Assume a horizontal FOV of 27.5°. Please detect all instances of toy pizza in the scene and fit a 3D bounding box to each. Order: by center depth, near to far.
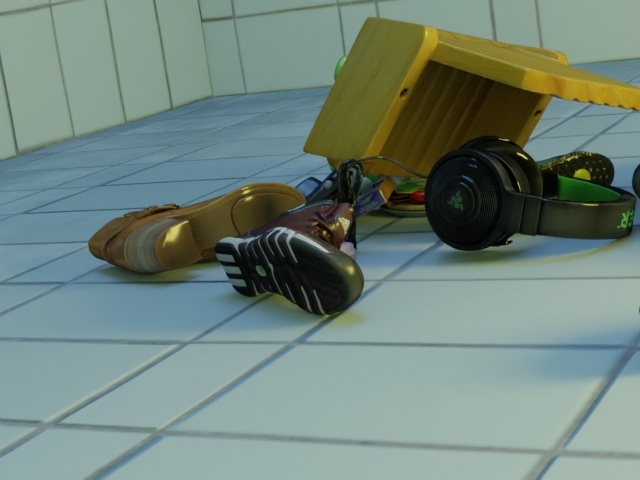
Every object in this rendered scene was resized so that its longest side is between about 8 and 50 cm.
[{"bbox_3d":[0.191,-0.074,2.045,0.201,0.032,0.201,-8,12,2],"label":"toy pizza"}]

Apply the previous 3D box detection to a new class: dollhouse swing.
[{"bbox_3d":[0.237,-0.158,1.888,0.347,0.315,0.305,1,34,-47],"label":"dollhouse swing"}]

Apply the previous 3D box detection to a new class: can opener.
[{"bbox_3d":[0.028,-0.097,2.037,0.186,0.073,0.059,-41,-8,-10],"label":"can opener"}]

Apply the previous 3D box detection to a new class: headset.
[{"bbox_3d":[0.210,-0.038,1.729,0.394,0.185,0.243,11,13,14],"label":"headset"}]

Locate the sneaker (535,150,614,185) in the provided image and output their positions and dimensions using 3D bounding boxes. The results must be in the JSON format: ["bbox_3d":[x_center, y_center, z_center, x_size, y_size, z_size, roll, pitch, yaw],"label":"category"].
[{"bbox_3d":[0.336,-0.092,1.949,0.209,0.069,0.082,-13,9,-21],"label":"sneaker"}]

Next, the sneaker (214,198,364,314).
[{"bbox_3d":[0.000,0.000,1.577,0.162,0.106,0.281,-32,22,-27],"label":"sneaker"}]

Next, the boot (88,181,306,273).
[{"bbox_3d":[-0.180,-0.015,1.902,0.283,0.109,0.220,-25,15,-32],"label":"boot"}]

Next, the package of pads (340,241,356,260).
[{"bbox_3d":[0.002,0.023,1.720,0.050,0.032,0.083,4,17,44],"label":"package of pads"}]

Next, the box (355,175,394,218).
[{"bbox_3d":[0.068,-0.060,2.013,0.081,0.028,0.136,-29,9,15],"label":"box"}]

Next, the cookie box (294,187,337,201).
[{"bbox_3d":[-0.021,-0.062,2.110,0.107,0.040,0.092,-9,13,-1],"label":"cookie box"}]

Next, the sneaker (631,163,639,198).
[{"bbox_3d":[0.495,-0.083,1.774,0.108,0.100,0.271,-9,2,44],"label":"sneaker"}]

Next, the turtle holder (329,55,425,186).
[{"bbox_3d":[0.141,-0.213,2.239,0.227,0.243,0.320,13,7,17],"label":"turtle holder"}]

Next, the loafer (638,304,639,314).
[{"bbox_3d":[0.411,0.037,1.226,0.268,0.102,0.092,-14,19,-22],"label":"loafer"}]
